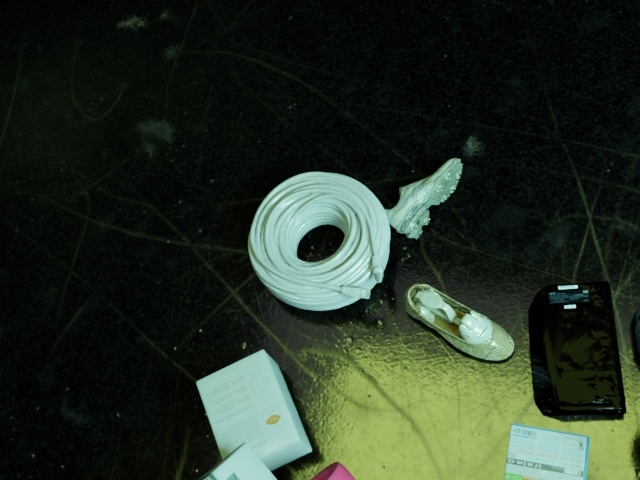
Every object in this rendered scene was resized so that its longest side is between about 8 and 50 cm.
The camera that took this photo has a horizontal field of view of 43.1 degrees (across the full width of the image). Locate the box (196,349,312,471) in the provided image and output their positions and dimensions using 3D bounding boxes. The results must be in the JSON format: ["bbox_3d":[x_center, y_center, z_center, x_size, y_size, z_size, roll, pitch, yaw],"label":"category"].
[{"bbox_3d":[-0.111,0.293,1.347,0.130,0.091,0.170,-26,61,1],"label":"box"}]

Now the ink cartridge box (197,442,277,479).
[{"bbox_3d":[-0.197,0.439,1.148,0.211,0.289,0.121,-43,83,23],"label":"ink cartridge box"}]

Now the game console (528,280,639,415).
[{"bbox_3d":[0.515,0.166,1.270,0.362,0.044,0.213,-4,66,14],"label":"game console"}]

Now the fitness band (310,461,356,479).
[{"bbox_3d":[-0.062,0.441,1.183,0.054,0.209,0.291,45,70,7],"label":"fitness band"}]

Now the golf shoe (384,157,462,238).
[{"bbox_3d":[0.184,-0.091,1.471,0.086,0.069,0.176,34,76,32],"label":"golf shoe"}]

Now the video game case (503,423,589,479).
[{"bbox_3d":[0.340,0.371,1.232,0.119,0.015,0.166,7,67,17],"label":"video game case"}]

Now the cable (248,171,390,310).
[{"bbox_3d":[0.000,0.000,1.462,0.257,0.089,0.257,-1,64,16],"label":"cable"}]

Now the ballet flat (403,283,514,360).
[{"bbox_3d":[0.224,0.134,1.348,0.206,0.067,0.073,25,72,24],"label":"ballet flat"}]
